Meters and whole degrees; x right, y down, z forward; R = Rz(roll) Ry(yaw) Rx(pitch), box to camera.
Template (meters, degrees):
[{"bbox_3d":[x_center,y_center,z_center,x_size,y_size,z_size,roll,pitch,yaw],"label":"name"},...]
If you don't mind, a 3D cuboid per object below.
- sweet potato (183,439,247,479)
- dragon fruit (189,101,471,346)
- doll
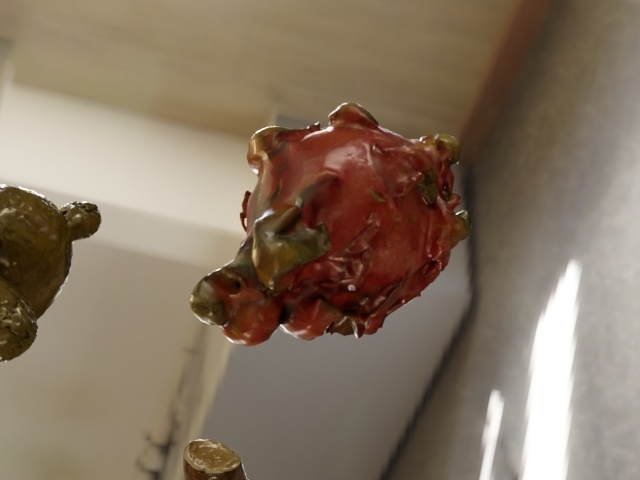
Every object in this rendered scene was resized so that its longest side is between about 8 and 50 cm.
[{"bbox_3d":[-0.073,0.200,1.278,0.049,0.049,0.117,-95,-5,-57],"label":"sweet potato"},{"bbox_3d":[0.000,0.000,1.048,0.133,0.208,0.150,-5,113,49],"label":"dragon fruit"},{"bbox_3d":[-0.198,0.024,0.820,0.209,0.137,0.097,-48,-56,-65],"label":"doll"}]
